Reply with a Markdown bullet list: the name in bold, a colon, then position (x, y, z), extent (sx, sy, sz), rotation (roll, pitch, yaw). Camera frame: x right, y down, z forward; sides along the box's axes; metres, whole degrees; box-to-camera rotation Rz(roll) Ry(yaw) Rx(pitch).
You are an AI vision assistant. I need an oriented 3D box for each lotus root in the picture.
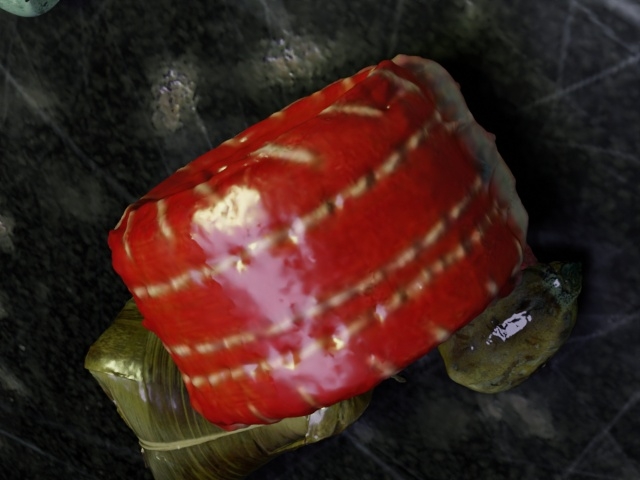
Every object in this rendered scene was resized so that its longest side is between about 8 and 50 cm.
- **lotus root**: position (0.098, 0.043, 0.729), extent (0.054, 0.049, 0.099), rotation (46, 131, 3)

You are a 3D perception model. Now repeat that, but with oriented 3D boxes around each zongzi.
- **zongzi**: position (-0.032, 0.125, 0.864), extent (0.187, 0.084, 0.184), rotation (4, 125, 33)

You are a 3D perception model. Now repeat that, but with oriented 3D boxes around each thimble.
- **thimble**: position (-0.006, 0.004, 0.695), extent (0.189, 0.163, 0.125), rotation (-24, 102, 38)

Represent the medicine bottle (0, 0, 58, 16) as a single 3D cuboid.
- **medicine bottle**: position (-0.228, -0.202, 0.792), extent (0.208, 0.054, 0.090), rotation (30, 136, 18)
